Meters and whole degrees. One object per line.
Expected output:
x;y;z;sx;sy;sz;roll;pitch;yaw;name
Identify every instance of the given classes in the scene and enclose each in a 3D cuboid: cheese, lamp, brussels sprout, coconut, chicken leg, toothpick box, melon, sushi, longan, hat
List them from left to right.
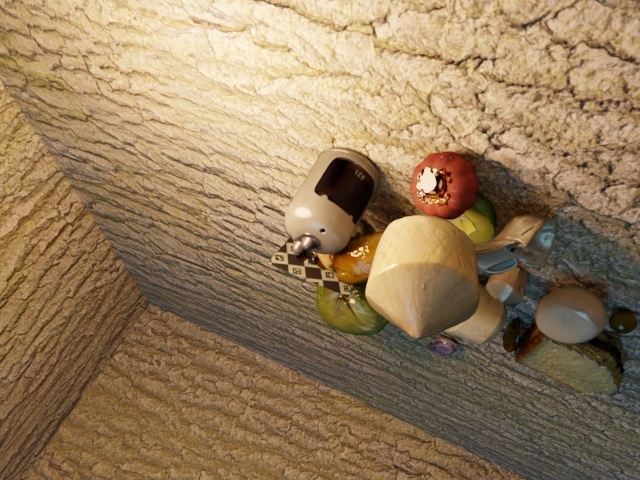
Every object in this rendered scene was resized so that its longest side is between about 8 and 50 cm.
-0.003;0.081;1.834;0.294;0.292;0.059;25;128;7;sushi
-0.002;0.001;1.758;0.251;0.087;0.107;52;162;6;chicken leg
0.018;-0.095;1.512;0.229;0.316;0.229;23;151;13;toothpick box
0.129;0.237;2.026;0.328;0.247;0.328;13;134;14;brussels sprout
0.257;0.102;1.284;0.329;0.328;0.328;22;150;13;coconut
0.529;0.461;2.219;0.105;0.042;0.191;31;152;0;cheese
0.326;-0.142;1.338;0.182;0.140;0.181;6;99;42;lamp
0.501;0.235;1.732;0.222;0.202;0.202;24;151;-2;coconut
0.444;-0.049;1.471;0.118;0.064;0.209;27;153;1;melon
0.505;0.000;1.397;0.226;0.164;0.219;9;165;33;hat
0.576;0.142;1.589;0.116;0.122;0.116;23;151;13;coconut
0.904;0.243;1.529;0.083;0.075;0.075;-4;167;-31;longan

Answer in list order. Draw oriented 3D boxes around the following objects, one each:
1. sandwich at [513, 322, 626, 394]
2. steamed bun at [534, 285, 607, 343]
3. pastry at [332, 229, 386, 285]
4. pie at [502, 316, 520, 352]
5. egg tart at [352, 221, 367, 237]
0.854;0.387;1.729;0.326;0.131;0.262;25;150;14;sandwich
0.753;0.216;1.542;0.177;0.130;0.228;35;154;12;steamed bun
0.201;0.049;1.607;0.356;0.163;0.356;-6;176;0;pastry
0.691;0.354;1.862;0.033;0.088;0.191;-4;146;-1;pie
0.077;-0.030;1.805;0.197;0.078;0.197;23;151;13;egg tart
